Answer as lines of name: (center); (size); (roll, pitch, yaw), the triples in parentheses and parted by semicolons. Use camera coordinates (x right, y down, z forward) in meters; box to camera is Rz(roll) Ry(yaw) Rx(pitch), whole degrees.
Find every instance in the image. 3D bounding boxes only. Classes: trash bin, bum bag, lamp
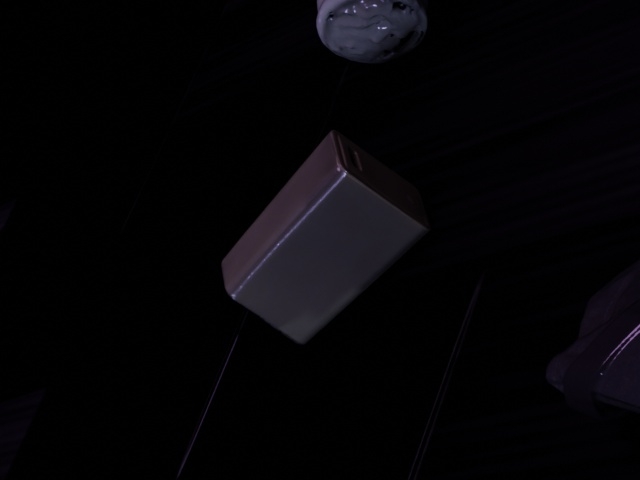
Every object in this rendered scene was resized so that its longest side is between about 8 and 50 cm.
trash bin: (0.000, 0.000, 0.959); (0.092, 0.061, 0.043); (-45, 27, 21)
bum bag: (0.149, 0.045, 0.674); (0.087, 0.049, 0.197); (-33, 21, -15)
lamp: (0.029, -0.189, 1.112); (0.106, 0.106, 0.193); (-31, 42, 38)
